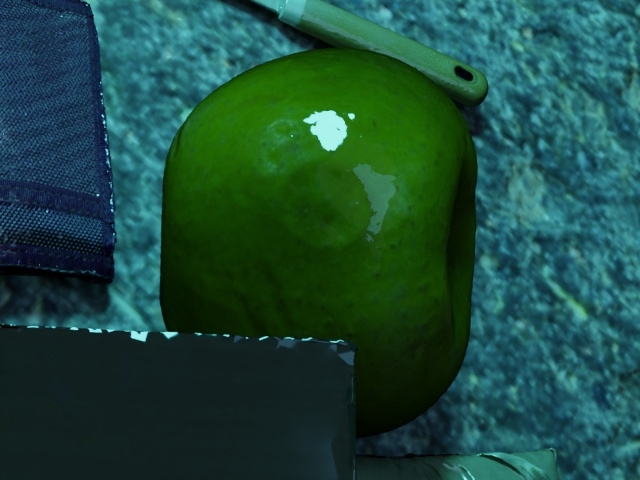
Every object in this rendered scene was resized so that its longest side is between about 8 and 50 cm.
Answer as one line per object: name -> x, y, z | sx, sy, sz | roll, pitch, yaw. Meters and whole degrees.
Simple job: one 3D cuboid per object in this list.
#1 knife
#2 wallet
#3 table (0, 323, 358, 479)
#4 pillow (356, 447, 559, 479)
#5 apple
knife -> -0.030, -0.152, 1.088 | 0.297, 0.017, 0.047 | 22, 58, -16
wallet -> -0.162, -0.060, 0.964 | 0.111, 0.030, 0.166 | 4, 68, -28
table -> -0.091, 0.145, 0.804 | 0.193, 0.169, 0.172 | 3, 67, -9
pillow -> 0.042, 0.173, 0.955 | 0.181, 0.078, 0.134 | 6, 67, -26
apple -> 0.000, 0.000, 0.941 | 0.156, 0.196, 0.196 | 4, 64, 7
